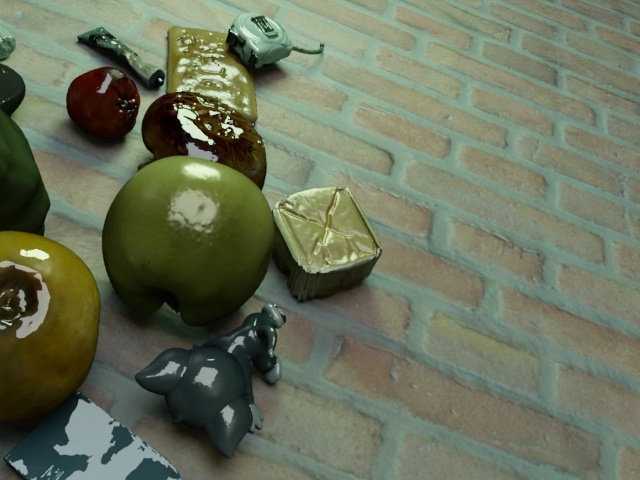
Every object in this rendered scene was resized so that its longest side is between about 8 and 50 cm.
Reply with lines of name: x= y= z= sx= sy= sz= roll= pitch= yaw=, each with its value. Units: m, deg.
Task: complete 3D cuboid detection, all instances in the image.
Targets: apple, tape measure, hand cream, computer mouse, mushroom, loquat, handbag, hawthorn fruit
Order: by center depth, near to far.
loquat: x=-0.445 y=0.117 z=0.981 sx=0.274 sy=0.275 sz=0.275 roll=10 pitch=48 yaw=-12
handbag: x=-0.322 y=0.333 z=0.990 sx=0.221 sy=0.057 sz=0.144 roll=35 pitch=52 yaw=11
apple: x=-0.224 y=0.005 z=1.176 sx=0.291 sy=0.292 sz=0.254 roll=15 pitch=51 yaw=-7
computer mouse: x=-0.676 y=-0.265 z=1.343 sx=0.137 sy=0.086 sz=0.270 roll=27 pitch=29 yaw=-8
mushroom: x=-0.239 y=-0.179 z=1.391 sx=0.278 sy=0.163 sz=0.297 roll=-21 pitch=62 yaw=-34
hawthorn fruit: x=-0.458 y=-0.285 z=1.435 sx=0.172 sy=0.148 sz=0.148 roll=10 pitch=41 yaw=26
hand cream: x=-0.456 y=-0.425 z=1.615 sx=0.248 sy=0.052 sz=0.075 roll=34 pitch=24 yaw=18
tape measure: x=-0.098 y=-0.529 z=1.773 sx=0.164 sy=0.084 sz=0.330 roll=49 pitch=45 yaw=8

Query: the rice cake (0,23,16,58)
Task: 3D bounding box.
rice cake: x=-0.748 y=-0.405 z=1.469 sx=0.069 sy=0.063 sz=0.206 roll=43 pitch=50 yaw=10

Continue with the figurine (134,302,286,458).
figurine: x=-0.135 y=0.212 z=1.110 sx=0.265 sy=0.140 sz=0.193 roll=-38 pitch=87 yaw=-25

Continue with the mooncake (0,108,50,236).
mooncake: x=-0.589 y=-0.052 z=1.020 sx=0.356 sy=0.356 sz=0.194 roll=-19 pitch=62 yaw=-32

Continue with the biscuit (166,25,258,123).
biscuit: x=-0.263 y=-0.406 z=1.665 sx=0.217 sy=0.044 sz=0.325 roll=5 pitch=49 yaw=-15

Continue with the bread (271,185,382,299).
bread: x=0.001 y=0.002 z=1.358 sx=0.192 sy=0.110 sz=0.210 roll=-17 pitch=57 yaw=-24
